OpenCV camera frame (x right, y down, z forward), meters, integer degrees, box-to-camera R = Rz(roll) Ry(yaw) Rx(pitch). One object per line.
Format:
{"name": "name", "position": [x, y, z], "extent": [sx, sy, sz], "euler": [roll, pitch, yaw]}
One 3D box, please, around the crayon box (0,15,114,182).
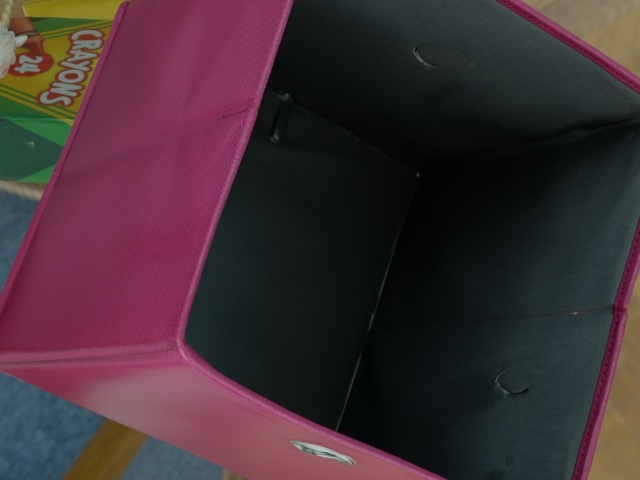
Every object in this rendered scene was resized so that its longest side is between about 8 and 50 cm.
{"name": "crayon box", "position": [-0.180, -0.140, 1.574], "extent": [0.318, 0.202, 0.081], "euler": [3, 127, 5]}

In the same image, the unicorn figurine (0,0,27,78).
{"name": "unicorn figurine", "position": [-0.229, -0.070, 0.861], "extent": [0.060, 0.162, 0.111], "euler": [55, 141, -3]}

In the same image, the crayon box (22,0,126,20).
{"name": "crayon box", "position": [-0.234, -0.314, 1.845], "extent": [0.203, 0.323, 0.083], "euler": [-7, 130, 2]}

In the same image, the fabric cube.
{"name": "fabric cube", "position": [0.000, 0.000, 0.886], "extent": [0.254, 0.259, 0.258], "euler": [28, 160, -28]}
